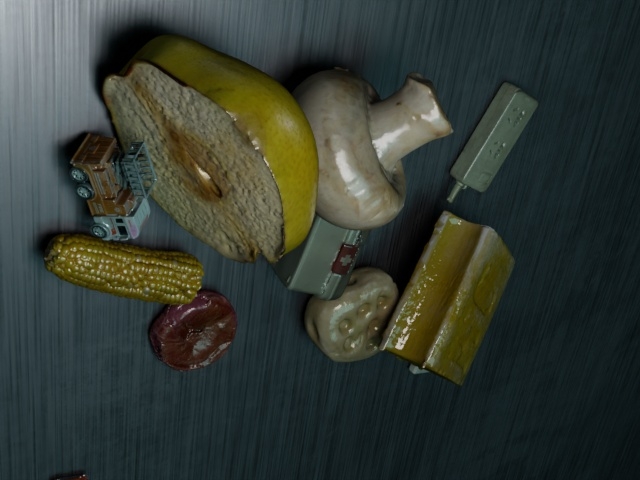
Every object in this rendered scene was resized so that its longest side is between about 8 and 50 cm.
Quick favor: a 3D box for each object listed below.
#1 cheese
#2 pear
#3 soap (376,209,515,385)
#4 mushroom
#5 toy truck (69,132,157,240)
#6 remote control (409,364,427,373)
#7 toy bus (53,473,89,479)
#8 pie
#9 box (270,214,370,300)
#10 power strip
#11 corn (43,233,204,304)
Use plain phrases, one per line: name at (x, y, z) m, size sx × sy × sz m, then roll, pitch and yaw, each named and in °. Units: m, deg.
cheese at (0.075, 0.155, 2.040) m, size 0.218 × 0.117 × 0.235 m, roll -55°, pitch 140°, yaw 4°
pear at (-0.147, -0.163, 1.518) m, size 0.191 × 0.340 × 0.386 m, roll -46°, pitch 114°, yaw -34°
soap at (0.283, 0.136, 2.083) m, size 0.335 × 0.156 × 0.293 m, roll -64°, pitch 151°, yaw -9°
mushroom at (0.084, -0.170, 1.664) m, size 0.290 × 0.298 × 0.297 m, roll -19°, pitch 140°, yaw 19°
toy truck at (-0.324, -0.080, 1.540) m, size 0.080 × 0.115 × 0.178 m, roll -72°, pitch 161°, yaw -44°
remote control at (0.306, 0.286, 2.382) m, size 0.190 × 0.029 × 0.088 m, roll -2°, pitch 120°, yaw -38°
toy bus at (-0.501, 0.552, 1.888) m, size 0.079 × 0.077 × 0.174 m, roll -2°, pitch 120°, yaw -37°
pie at (-0.243, 0.174, 1.848) m, size 0.182 × 0.049 × 0.182 m, roll -17°, pitch 129°, yaw -22°
box at (0.000, 0.000, 1.854) m, size 0.129 × 0.148 × 0.210 m, roll 10°, pitch 113°, yaw -30°
power strip at (0.362, -0.200, 2.065) m, size 0.093 × 0.053 × 0.288 m, roll 18°, pitch 106°, yaw -45°
corn at (-0.339, 0.051, 1.651) m, size 0.313 × 0.102 × 0.102 m, roll 12°, pitch 111°, yaw -39°
